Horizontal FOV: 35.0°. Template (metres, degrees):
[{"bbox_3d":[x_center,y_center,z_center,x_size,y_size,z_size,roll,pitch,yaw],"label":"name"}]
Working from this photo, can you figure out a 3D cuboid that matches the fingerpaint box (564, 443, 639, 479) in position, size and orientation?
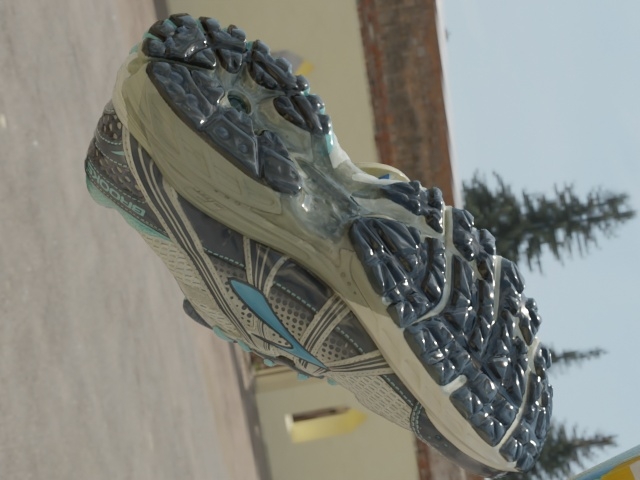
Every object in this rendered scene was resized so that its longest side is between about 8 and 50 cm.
[{"bbox_3d":[0.411,0.375,0.891,0.163,0.371,0.445,85,-20,-76],"label":"fingerpaint box"}]

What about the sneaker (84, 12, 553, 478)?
[{"bbox_3d":[-0.001,0.018,0.520,0.283,0.122,0.110,45,42,-5],"label":"sneaker"}]

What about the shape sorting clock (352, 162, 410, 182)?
[{"bbox_3d":[0.000,0.000,0.975,0.040,0.206,0.206,56,-15,31],"label":"shape sorting clock"}]
